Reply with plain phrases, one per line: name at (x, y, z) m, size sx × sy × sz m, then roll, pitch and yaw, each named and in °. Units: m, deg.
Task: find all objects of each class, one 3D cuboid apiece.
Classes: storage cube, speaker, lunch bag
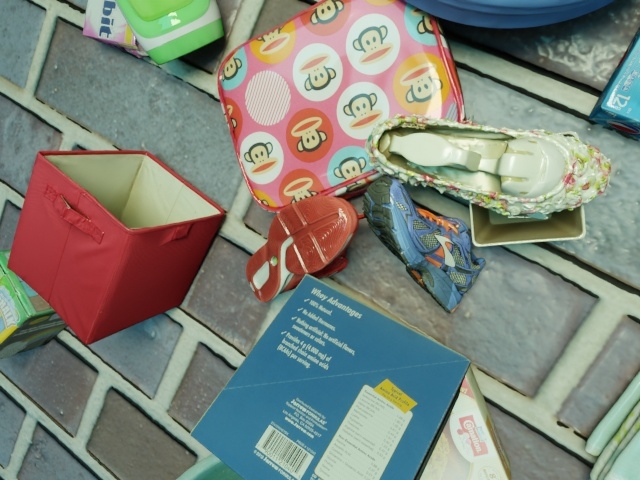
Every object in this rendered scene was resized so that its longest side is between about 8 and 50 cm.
storage cube at (-0.292, -0.002, 0.659) m, size 0.183 × 0.215 × 0.193 m, roll 36°, pitch 112°, yaw 14°
speaker at (-0.242, -0.397, 0.589) m, size 0.131 × 0.131 × 0.297 m, roll -12°, pitch 121°, yaw 21°
lunch bag at (0.030, -0.155, 0.569) m, size 0.293 × 0.120 × 0.258 m, roll -18°, pitch 88°, yaw 21°

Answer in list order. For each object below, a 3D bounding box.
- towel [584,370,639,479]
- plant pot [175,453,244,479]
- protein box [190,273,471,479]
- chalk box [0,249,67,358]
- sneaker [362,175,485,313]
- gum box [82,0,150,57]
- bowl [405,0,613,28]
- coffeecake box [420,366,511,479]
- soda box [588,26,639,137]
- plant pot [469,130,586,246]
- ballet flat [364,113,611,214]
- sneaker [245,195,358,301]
towel at (0.503, 0.189, 0.435) m, size 0.320 × 0.090 × 0.375 m, roll 31°, pitch 104°, yaw 13°
plant pot at (-0.045, 0.475, 0.517) m, size 0.341 × 0.341 × 0.334 m, roll 19°, pitch 124°, yaw 19°
protein box at (0.019, 0.184, 0.479) m, size 0.199 × 0.136 × 0.201 m, roll 25°, pitch 64°, yaw 25°
chalk box at (-0.508, 0.094, 0.787) m, size 0.213 × 0.132 × 0.132 m, roll -38°, pitch 81°, yaw 18°
sneaker at (0.124, -0.005, 0.524) m, size 0.087 × 0.221 × 0.083 m, roll -44°, pitch 41°, yaw 1°
gum box at (-0.297, -0.390, 0.707) m, size 0.107 × 0.062 × 0.189 m, roll 18°, pitch 100°, yaw 19°
bowl at (0.201, -0.397, 0.452) m, size 0.390 × 0.077 × 0.392 m, roll -1°, pitch 80°, yaw 7°
coffeecake box at (0.130, 0.256, 0.589) m, size 0.185 × 0.068 × 0.143 m, roll -23°, pitch 85°, yaw 20°
soda box at (0.371, -0.216, 0.462) m, size 0.071 × 0.067 × 0.210 m, roll 29°, pitch 104°, yaw 16°
plant pot at (0.229, -0.055, 0.513) m, size 0.109 × 0.096 × 0.109 m, roll -5°, pitch 92°, yaw 22°
ballet flat at (0.156, -0.074, 0.441) m, size 0.240 × 0.077 × 0.091 m, roll 10°, pitch 98°, yaw 17°
sneaker at (0.000, 0.000, 0.576) m, size 0.221 × 0.128 × 0.087 m, roll -33°, pitch 79°, yaw 48°
